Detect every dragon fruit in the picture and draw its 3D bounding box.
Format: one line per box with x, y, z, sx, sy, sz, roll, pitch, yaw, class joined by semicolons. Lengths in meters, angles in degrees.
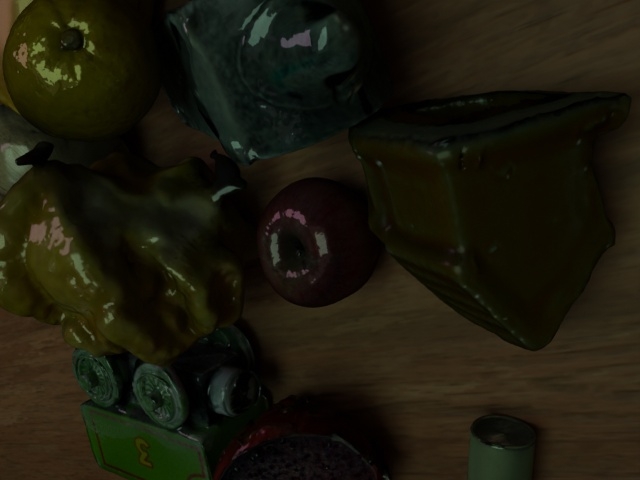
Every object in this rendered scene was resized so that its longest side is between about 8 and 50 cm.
-0.031;0.286;0.864;0.223;0.148;0.219;2;116;-10;dragon fruit

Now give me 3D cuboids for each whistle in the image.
-0.093;-0.192;0.734;0.404;0.188;0.168;-6;119;40;whistle

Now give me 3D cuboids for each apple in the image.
0.000;0.000;0.782;0.153;0.120;0.154;8;102;38;apple

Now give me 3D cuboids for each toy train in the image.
-0.220;0.242;0.970;0.307;0.173;0.249;5;111;34;toy train

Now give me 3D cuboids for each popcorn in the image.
-0.236;0.014;0.851;0.315;0.297;0.281;19;132;5;popcorn

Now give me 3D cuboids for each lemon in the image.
-0.265;-0.193;0.740;0.207;0.169;0.170;-11;97;69;lemon

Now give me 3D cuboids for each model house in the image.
0.152;-0.025;0.665;0.268;0.173;0.239;27;135;61;model house

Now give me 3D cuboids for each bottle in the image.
0.200;0.305;0.749;0.072;0.072;0.202;11;108;32;bottle

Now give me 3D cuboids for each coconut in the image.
-0.389;-0.110;0.973;0.224;0.224;0.225;9;107;33;coconut

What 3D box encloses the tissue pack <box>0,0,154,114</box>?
-0.378;-0.388;0.879;0.293;0.228;0.382;28;117;24;tissue pack
